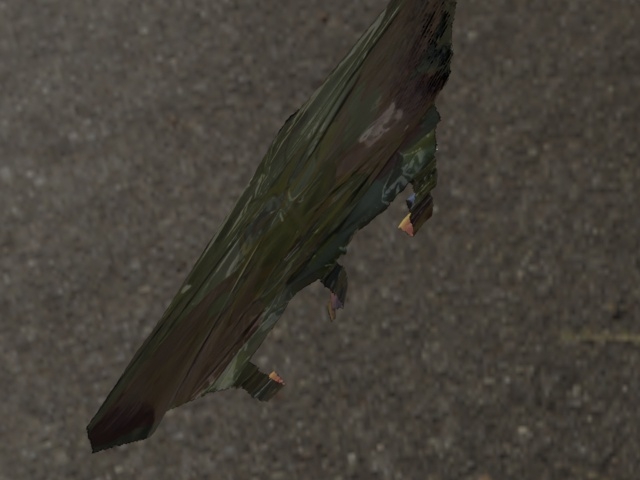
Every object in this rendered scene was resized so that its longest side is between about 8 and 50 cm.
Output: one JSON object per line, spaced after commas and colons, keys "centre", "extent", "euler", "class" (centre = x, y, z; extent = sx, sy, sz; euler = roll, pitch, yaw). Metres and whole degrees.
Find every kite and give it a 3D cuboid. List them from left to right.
{"centre": [0.003, 0.002, 0.639], "extent": [0.022, 0.360, 0.204], "euler": [36, 87, 8], "class": "kite"}
